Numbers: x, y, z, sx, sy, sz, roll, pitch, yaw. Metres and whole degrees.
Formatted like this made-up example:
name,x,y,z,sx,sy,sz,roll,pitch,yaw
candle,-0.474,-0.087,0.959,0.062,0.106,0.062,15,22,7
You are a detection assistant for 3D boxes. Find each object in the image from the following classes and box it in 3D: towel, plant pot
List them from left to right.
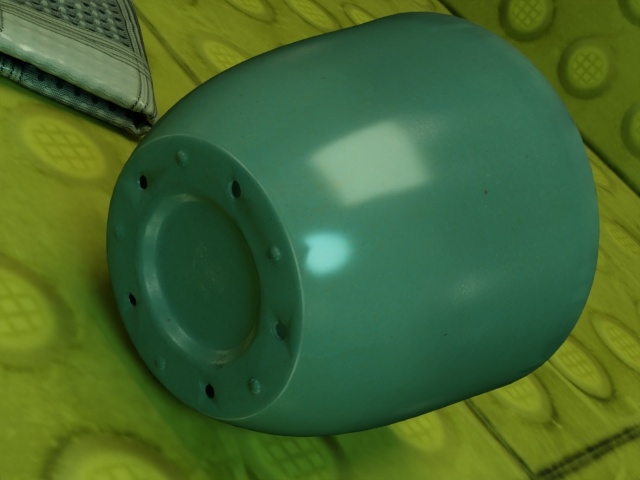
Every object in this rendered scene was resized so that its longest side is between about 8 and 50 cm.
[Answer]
name,x,y,z,sx,sy,sz,roll,pitch,yaw
towel,-0.303,-0.248,1.014,0.324,0.056,0.312,21,30,-31
plant pot,0.000,0.000,0.760,0.235,0.293,0.293,-18,59,-44
